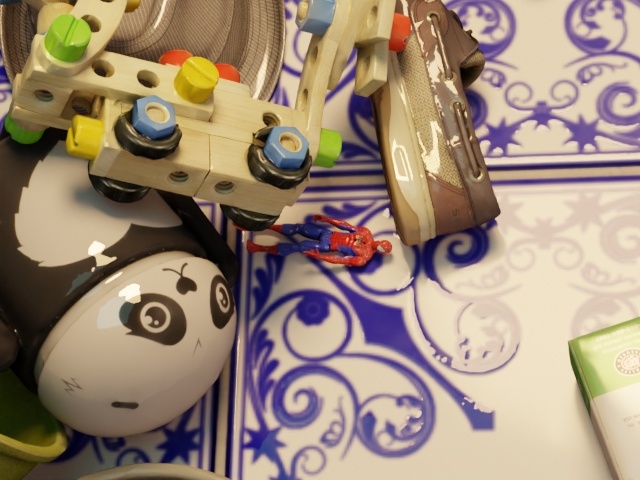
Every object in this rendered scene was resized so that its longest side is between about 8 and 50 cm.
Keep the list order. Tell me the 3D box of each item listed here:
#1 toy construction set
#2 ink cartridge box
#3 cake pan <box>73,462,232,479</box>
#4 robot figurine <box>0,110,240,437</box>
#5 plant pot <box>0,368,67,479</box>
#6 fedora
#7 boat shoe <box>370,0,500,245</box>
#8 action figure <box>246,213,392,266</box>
[{"bbox_3d":[-0.095,-0.130,1.373,0.327,0.151,0.215,3,53,-10],"label":"toy construction set"},{"bbox_3d":[0.287,0.156,1.320,0.160,0.092,0.219,-18,67,2],"label":"ink cartridge box"},{"bbox_3d":[-0.126,0.310,1.347,0.293,0.054,0.293,-3,68,8],"label":"cake pan"},{"bbox_3d":[-0.185,0.019,1.409,0.209,0.173,0.278,-39,67,-5],"label":"robot figurine"},{"bbox_3d":[-0.434,0.158,1.325,0.366,0.366,0.353,42,91,21],"label":"plant pot"},{"bbox_3d":[-0.159,-0.204,1.522,0.243,0.124,0.275,-13,67,5],"label":"fedora"},{"bbox_3d":[0.085,-0.135,1.472,0.092,0.103,0.285,-6,68,-2],"label":"boat shoe"},{"bbox_3d":[0.000,0.000,1.467,0.115,0.030,0.038,6,64,10],"label":"action figure"}]
